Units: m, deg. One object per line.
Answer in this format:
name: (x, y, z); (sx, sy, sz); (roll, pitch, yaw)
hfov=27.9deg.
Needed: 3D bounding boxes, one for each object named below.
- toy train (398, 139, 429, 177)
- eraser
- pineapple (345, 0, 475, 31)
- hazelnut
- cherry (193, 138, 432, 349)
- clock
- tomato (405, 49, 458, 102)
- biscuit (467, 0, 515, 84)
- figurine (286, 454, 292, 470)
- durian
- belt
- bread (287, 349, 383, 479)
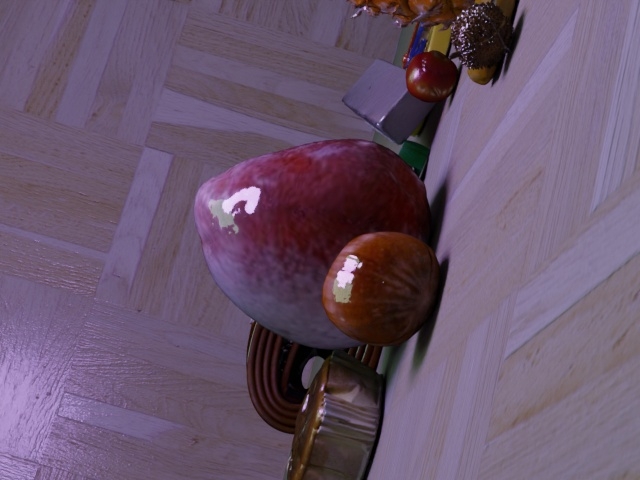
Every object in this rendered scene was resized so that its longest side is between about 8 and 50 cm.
toy train: (0.130, -0.081, 2.213); (0.178, 0.071, 0.104); (110, -177, -48)
eraser: (0.121, -0.250, 2.302); (0.111, 0.077, 0.352); (-48, 17, 3)
pineapple: (0.137, -0.502, 1.982); (0.352, 0.300, 0.352); (-165, 90, -88)
hazelnut: (0.080, 0.059, 1.619); (0.150, 0.150, 0.150); (-164, 90, -88)
cherry: (-0.001, 0.009, 1.871); (0.326, 0.335, 0.291); (73, -173, -48)
clock: (0.192, -0.340, 2.458); (0.293, 0.071, 0.277); (112, 173, -75)
tomato: (0.180, -0.266, 2.071); (0.075, 0.087, 0.087); (112, 174, -45)
biscuit: (0.222, -0.280, 1.700); (0.183, 0.039, 0.174); (122, 162, -83)
figurine: (-0.011, 0.383, 2.075); (0.082, 0.098, 0.154); (-98, 26, -76)
durian: (0.193, -0.247, 1.565); (0.091, 0.080, 0.080); (-30, -7, -10)
belt: (-0.008, 0.146, 2.104); (0.122, 0.217, 0.339); (164, 124, -87)
bread: (0.018, 0.280, 1.880); (0.210, 0.109, 0.192); (-78, 6, -64)
